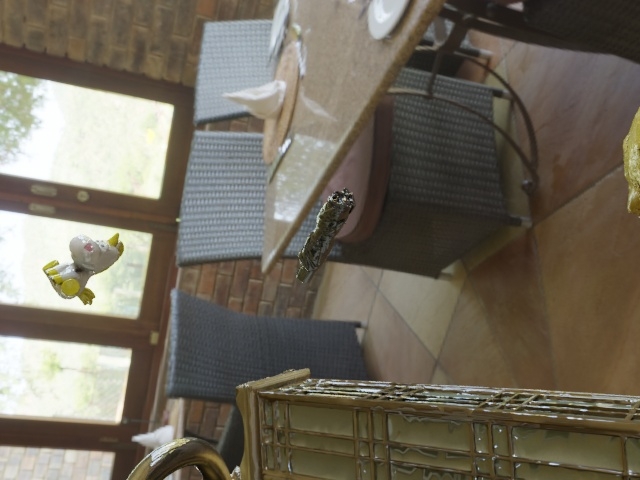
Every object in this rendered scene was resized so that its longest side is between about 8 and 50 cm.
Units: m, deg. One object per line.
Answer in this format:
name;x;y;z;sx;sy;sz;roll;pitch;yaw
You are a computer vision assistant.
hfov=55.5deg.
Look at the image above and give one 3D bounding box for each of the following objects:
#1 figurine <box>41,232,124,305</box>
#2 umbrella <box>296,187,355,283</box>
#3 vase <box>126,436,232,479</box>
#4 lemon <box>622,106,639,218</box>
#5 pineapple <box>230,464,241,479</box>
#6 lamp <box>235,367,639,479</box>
figurine;-0.494;0.047;1.288;0.109;0.129;0.178;30;81;32
umbrella;0.000;0.000;1.175;0.059;0.066;0.235;48;133;21
vase;-0.236;0.462;0.922;0.241;0.302;0.329;9;90;41
lemon;0.404;-0.097;0.619;0.206;0.174;0.173;-52;28;25
pineapple;-0.161;0.606;1.449;0.166;0.166;0.193;122;169;-53
lamp;0.087;0.146;0.437;0.326;0.090;0.089;-5;87;35
